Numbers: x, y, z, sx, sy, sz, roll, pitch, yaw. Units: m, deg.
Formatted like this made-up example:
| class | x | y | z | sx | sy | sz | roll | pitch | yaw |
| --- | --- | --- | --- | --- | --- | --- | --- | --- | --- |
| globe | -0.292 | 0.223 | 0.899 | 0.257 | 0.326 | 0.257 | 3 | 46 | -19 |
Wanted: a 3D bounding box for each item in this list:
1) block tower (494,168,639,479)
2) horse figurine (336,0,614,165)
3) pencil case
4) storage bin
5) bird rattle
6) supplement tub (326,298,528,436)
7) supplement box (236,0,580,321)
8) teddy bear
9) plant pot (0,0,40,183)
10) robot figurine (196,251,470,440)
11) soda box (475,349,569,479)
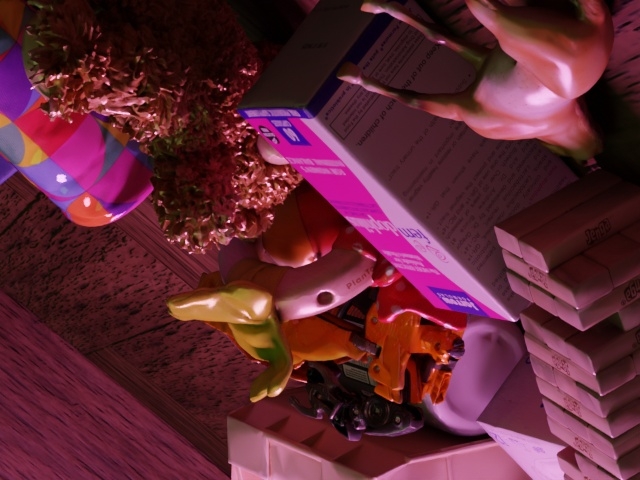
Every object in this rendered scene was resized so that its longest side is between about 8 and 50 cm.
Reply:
| class | x | y | z | sx | sy | sz | roll | pitch | yaw |
| --- | --- | --- | --- | --- | --- | --- | --- | --- | --- |
| block tower | 0.214 | 0.127 | 1.260 | 0.091 | 0.097 | 0.335 | 34 | 148 | 59 |
| horse figurine | 0.107 | -0.118 | 1.082 | 0.174 | 0.066 | 0.263 | 24 | 157 | 3 |
| pencil case | -0.208 | -0.111 | 1.302 | 0.104 | 0.104 | 0.236 | 20 | 158 | 48 |
| storage bin | 0.086 | 0.214 | 1.712 | 0.262 | 0.260 | 0.123 | 15 | 109 | 56 |
| bird rattle | 0.000 | 0.000 | 1.448 | 0.143 | 0.253 | 0.207 | 45 | -158 | -37 |
| supplement tub | 0.087 | 0.101 | 1.659 | 0.117 | 0.117 | 0.190 | 47 | 162 | -30 |
| supplement box | 0.069 | -0.058 | 1.266 | 0.220 | 0.114 | 0.111 | 43 | 164 | -22 |
| teddy bear | -0.095 | -0.120 | 1.296 | 0.113 | 0.245 | 0.338 | -24 | 132 | 22 |
| plant pot | -0.285 | -0.205 | 1.426 | 0.236 | 0.236 | 0.212 | 22 | 150 | 45 |
| robot figurine | 0.016 | 0.043 | 1.566 | 0.291 | 0.211 | 0.085 | 25 | -167 | 39 |
| soda box | 0.256 | 0.159 | 1.487 | 0.091 | 0.098 | 0.286 | 46 | 162 | -26 |
